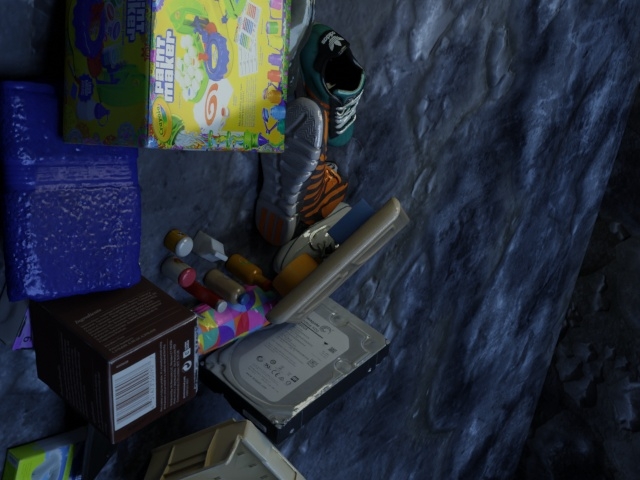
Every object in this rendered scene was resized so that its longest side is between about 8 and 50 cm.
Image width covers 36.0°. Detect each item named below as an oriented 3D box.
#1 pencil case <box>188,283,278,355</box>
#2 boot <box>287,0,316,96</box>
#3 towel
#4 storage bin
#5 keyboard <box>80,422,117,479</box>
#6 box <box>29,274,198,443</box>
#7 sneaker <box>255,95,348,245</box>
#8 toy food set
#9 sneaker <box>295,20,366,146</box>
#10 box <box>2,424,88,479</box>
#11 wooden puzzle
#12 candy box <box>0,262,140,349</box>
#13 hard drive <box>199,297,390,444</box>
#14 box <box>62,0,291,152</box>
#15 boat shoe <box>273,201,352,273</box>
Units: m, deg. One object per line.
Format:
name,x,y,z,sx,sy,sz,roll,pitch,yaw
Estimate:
pencil case,-0.190,0.151,1.904,0.236,0.104,0.105,-22,133,-46
boot,-0.101,-0.339,1.645,0.161,0.083,0.247,-14,126,-42
towel,-0.362,-0.076,1.414,0.227,0.076,0.308,-7,97,-48
storage bin,-0.183,0.506,1.964,0.262,0.260,0.123,52,29,-26
keyboard,-0.370,0.280,1.759,0.201,0.033,0.317,-55,165,-55
box,-0.314,0.163,1.506,0.167,0.203,0.169,-28,137,-39
sneaker,-0.022,-0.151,1.886,0.180,0.124,0.321,-30,149,-44
toy food set,-0.195,0.063,1.815,0.111,0.104,0.232,-58,148,-2
sneaker,0.026,-0.270,1.830,0.108,0.121,0.302,-47,146,-19
box,-0.480,0.401,1.760,0.178,0.042,0.109,-10,124,-50
wooden puzzle,0.029,0.033,1.921,0.322,0.080,0.348,-42,174,3
candy box,-0.406,0.087,1.576,0.196,0.070,0.165,7,110,-56
hard drive,-0.050,0.248,2.041,0.339,0.237,0.064,-31,143,-36
box,-0.196,-0.274,1.389,0.279,0.177,0.290,-4,99,-53
boat shoe,0.000,0.000,2.059,0.226,0.075,0.083,-43,144,-24
